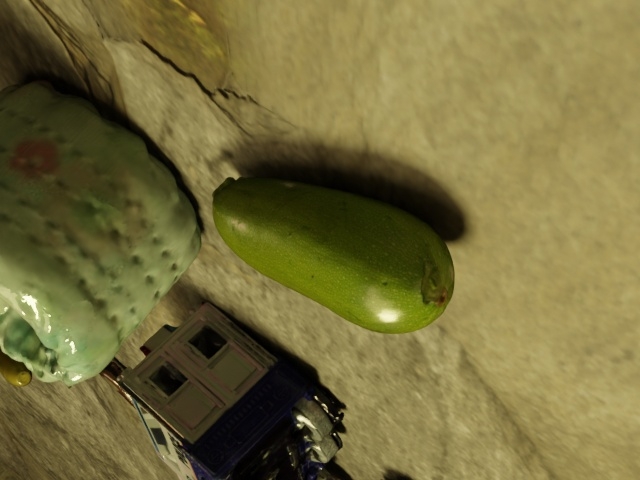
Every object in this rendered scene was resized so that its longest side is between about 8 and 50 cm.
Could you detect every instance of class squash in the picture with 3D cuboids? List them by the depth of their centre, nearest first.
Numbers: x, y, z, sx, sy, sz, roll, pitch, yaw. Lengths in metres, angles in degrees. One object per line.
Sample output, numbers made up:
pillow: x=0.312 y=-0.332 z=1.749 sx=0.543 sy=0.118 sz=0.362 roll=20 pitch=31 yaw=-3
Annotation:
squash: x=0.000 y=0.000 z=0.728 sx=0.201 sy=0.066 sz=0.066 roll=24 pitch=155 yaw=51

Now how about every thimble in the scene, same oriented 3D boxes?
thimble: x=-0.193 y=0.000 z=0.927 sx=0.185 sy=0.149 sz=0.211 roll=35 pitch=158 yaw=7

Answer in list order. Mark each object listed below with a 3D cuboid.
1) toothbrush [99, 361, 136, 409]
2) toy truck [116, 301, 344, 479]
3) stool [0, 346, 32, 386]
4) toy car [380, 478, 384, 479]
toothbrush: x=-0.118 y=0.266 z=1.482 sx=0.364 sy=0.041 sz=0.041 roll=46 pitch=158 yaw=-13
toy truck: x=-0.072 y=0.181 z=1.125 sx=0.155 sy=0.124 sz=0.268 roll=38 pitch=158 yaw=24
stool: x=-0.339 y=0.086 z=1.384 sx=0.110 sy=0.135 sz=0.134 roll=-5 pitch=96 yaw=61
toy car: x=0.081 y=0.270 z=1.134 sx=0.093 sy=0.058 sz=0.186 roll=30 pitch=158 yaw=27
